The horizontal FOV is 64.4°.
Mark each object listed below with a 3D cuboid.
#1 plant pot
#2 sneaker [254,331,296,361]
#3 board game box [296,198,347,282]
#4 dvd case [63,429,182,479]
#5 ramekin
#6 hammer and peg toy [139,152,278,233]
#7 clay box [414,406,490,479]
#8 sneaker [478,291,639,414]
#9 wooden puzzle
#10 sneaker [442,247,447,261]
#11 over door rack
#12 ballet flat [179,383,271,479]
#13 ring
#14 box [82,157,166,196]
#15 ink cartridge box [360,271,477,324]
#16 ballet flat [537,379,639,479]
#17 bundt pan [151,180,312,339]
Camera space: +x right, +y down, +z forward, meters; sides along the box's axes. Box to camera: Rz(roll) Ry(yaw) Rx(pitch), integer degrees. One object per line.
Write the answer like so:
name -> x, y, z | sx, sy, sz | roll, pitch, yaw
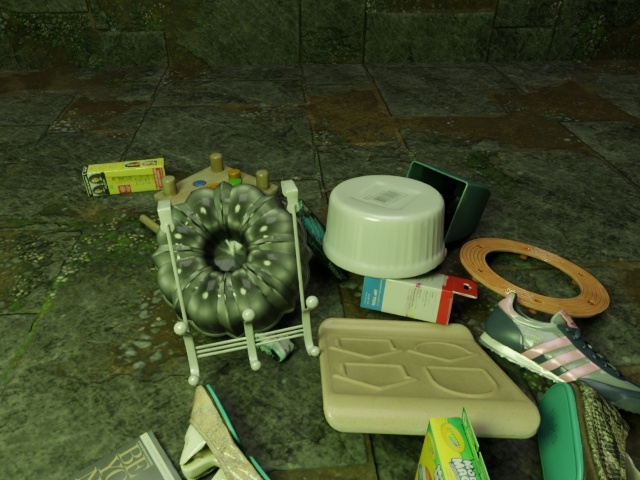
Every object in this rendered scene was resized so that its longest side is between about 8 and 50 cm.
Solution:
plant pot -> 0.344, -0.101, 1.352 | 0.166, 0.165, 0.234 | 32, 23, 36
sneaker -> -0.091, 0.205, 1.047 | 0.098, 0.038, 0.069 | 33, 41, 31
board game box -> 0.000, 0.000, 1.220 | 0.026, 0.186, 0.126 | -29, 33, 16
dvd case -> -0.325, 0.406, 0.771 | 0.221, 0.018, 0.164 | -24, 42, -31
ramekin -> 0.143, -0.043, 1.131 | 0.277, 0.135, 0.277 | 1, 29, 0
hammer and peg toy -> -0.328, -0.111, 1.402 | 0.266, 0.127, 0.361 | 24, 41, 29
clay box -> 0.174, 0.343, 0.694 | 0.053, 0.222, 0.127 | -2, 35, -4
sneaker -> 0.468, 0.205, 0.951 | 0.319, 0.131, 0.112 | 24, 4, 26
wooden puzzle -> 0.159, 0.243, 0.899 | 0.322, 0.080, 0.348 | 3, 14, -2
sneaker -> 0.202, 0.021, 1.259 | 0.225, 0.092, 0.088 | 3, 34, 0
over door rack -> -0.134, 0.074, 0.870 | 0.240, 0.324, 0.108 | -10, 9, -13
ballet flat -> -0.152, 0.351, 0.784 | 0.106, 0.107, 0.316 | -29, 43, -22
ring -> 0.487, 0.084, 1.181 | 0.337, 0.032, 0.336 | 10, 26, -5
box -> -0.591, -0.192, 1.551 | 0.232, 0.087, 0.058 | -7, 38, -13
ink cartridge box -> 0.215, 0.115, 1.103 | 0.231, 0.077, 0.134 | 11, 13, 14
ballet flat -> 0.383, 0.402, 0.695 | 0.182, 0.164, 0.483 | 32, 40, 7
bundt pan -> -0.182, 0.025, 1.012 | 0.331, 0.124, 0.330 | 0, 74, 1
